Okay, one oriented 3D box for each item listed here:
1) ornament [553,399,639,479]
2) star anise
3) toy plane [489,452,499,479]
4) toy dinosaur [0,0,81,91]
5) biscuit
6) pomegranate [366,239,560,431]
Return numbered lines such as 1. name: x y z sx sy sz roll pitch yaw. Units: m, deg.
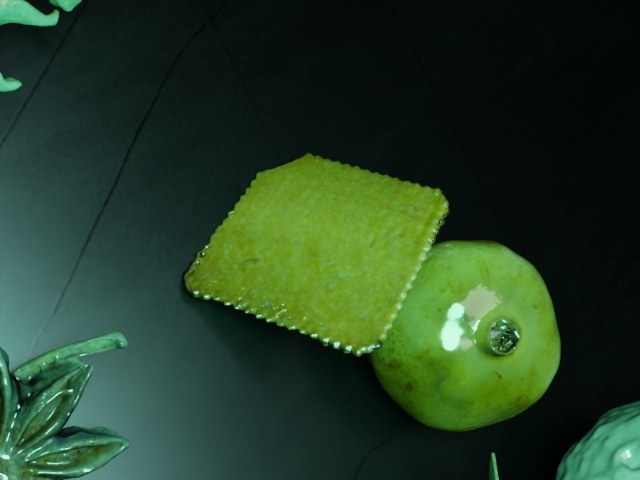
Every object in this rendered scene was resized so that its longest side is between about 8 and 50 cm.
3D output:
1. ornament: 0.425 0.345 0.942 0.337 0.337 0.337 12 68 -31
2. star anise: -0.265 0.176 0.683 0.230 0.081 0.262 42 67 -16
3. toy plane: 0.183 0.376 0.882 0.104 0.242 0.256 -3 100 2
4. toy dinosaur: -0.278 -0.281 0.698 0.205 0.092 0.393 -20 110 -61
5. biscuit: 0.000 0.000 0.876 0.232 0.013 0.237 18 54 20
6. pomegranate: 0.156 0.106 0.914 0.233 0.233 0.233 12 68 -31
